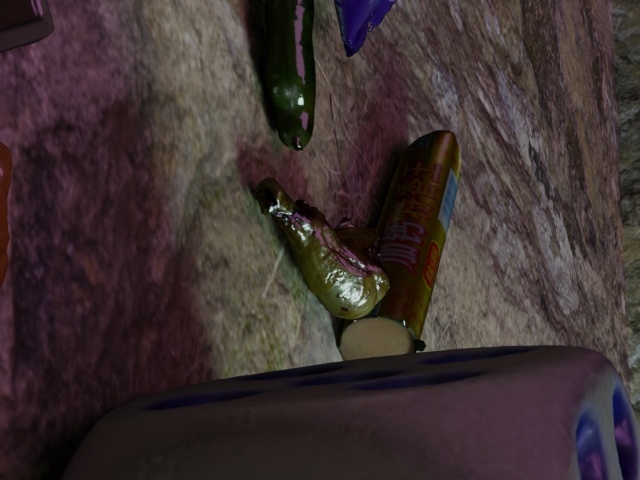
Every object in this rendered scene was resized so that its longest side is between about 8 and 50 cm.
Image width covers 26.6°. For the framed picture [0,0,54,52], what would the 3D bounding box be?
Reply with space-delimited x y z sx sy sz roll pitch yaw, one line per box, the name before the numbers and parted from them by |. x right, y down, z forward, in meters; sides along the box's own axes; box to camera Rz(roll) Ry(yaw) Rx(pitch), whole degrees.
framed picture | -0.240 -0.239 0.675 0.240 0.020 0.324 -45 124 -64

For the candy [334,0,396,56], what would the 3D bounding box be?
candy | 0.050 -0.278 1.166 0.145 0.070 0.275 -55 163 -17

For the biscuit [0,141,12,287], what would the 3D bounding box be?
biscuit | -0.246 -0.088 0.511 0.350 0.078 0.455 -17 99 -62

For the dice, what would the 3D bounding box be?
dice | 0.032 0.210 0.802 0.304 0.304 0.276 4 78 -68

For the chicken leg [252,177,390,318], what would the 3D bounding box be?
chicken leg | 0.000 0.000 1.139 0.178 0.070 0.093 42 43 -44

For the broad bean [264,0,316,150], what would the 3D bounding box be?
broad bean | -0.014 -0.220 1.194 0.292 0.049 0.144 -79 155 -42

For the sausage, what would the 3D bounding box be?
sausage | 0.093 -0.010 1.349 0.371 0.082 0.082 -70 145 -52
